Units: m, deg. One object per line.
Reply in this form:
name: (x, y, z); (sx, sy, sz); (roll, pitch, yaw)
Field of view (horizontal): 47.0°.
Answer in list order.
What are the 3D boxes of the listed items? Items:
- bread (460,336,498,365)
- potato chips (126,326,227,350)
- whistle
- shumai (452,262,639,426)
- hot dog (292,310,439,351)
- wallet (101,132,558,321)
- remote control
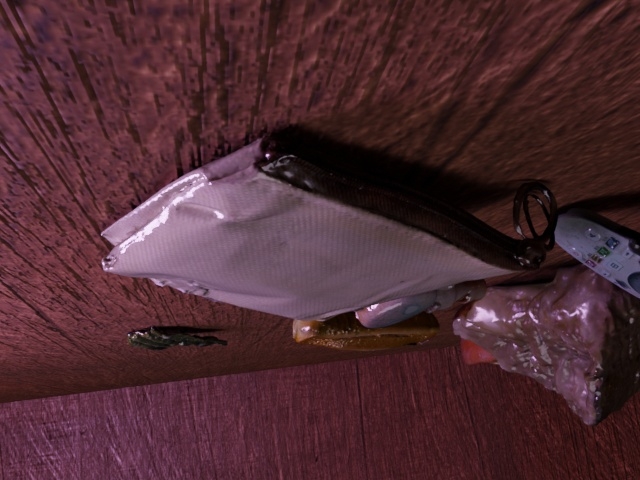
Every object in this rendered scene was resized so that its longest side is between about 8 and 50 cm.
bread: (0.367, 0.172, 1.407); (0.190, 0.123, 0.244); (-6, 166, -2)
potato chips: (-0.241, 0.164, 1.218); (0.092, 0.028, 0.207); (-12, 165, 25)
whistle: (0.130, 0.069, 0.964); (0.220, 0.057, 0.107); (-5, 154, -33)
shumai: (0.382, 0.127, 1.174); (0.283, 0.217, 0.346); (30, 163, 41)
hot dog: (0.078, 0.142, 1.226); (0.289, 0.068, 0.083); (7, 139, -35)
wallet: (0.001, 0.003, 0.578); (0.275, 0.068, 0.335); (-23, 154, 39)
remote control: (0.336, 0.037, 0.686); (0.256, 0.045, 0.097); (29, 160, 7)
